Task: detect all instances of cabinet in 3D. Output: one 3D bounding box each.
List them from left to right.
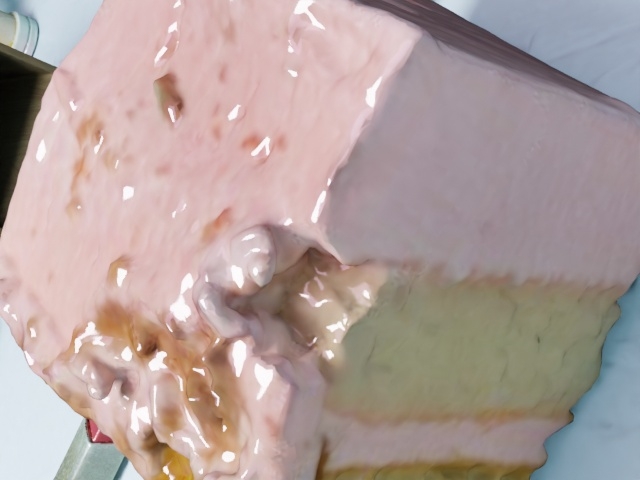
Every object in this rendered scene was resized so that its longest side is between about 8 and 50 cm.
[{"bbox_3d":[-0.311,-0.085,1.168,0.148,0.215,0.174,3,77,48],"label":"cabinet"}]

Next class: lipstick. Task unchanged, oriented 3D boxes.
[{"bbox_3d":[-0.229,0.249,1.065,0.051,0.051,0.312,36,103,51],"label":"lipstick"}]

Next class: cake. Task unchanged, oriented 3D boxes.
[{"bbox_3d":[0.000,0.000,0.717,0.314,0.293,0.306,38,107,43],"label":"cake"}]

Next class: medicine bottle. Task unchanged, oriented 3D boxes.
[{"bbox_3d":[-0.436,-0.257,1.375,0.074,0.218,0.074,-22,60,44],"label":"medicine bottle"}]
